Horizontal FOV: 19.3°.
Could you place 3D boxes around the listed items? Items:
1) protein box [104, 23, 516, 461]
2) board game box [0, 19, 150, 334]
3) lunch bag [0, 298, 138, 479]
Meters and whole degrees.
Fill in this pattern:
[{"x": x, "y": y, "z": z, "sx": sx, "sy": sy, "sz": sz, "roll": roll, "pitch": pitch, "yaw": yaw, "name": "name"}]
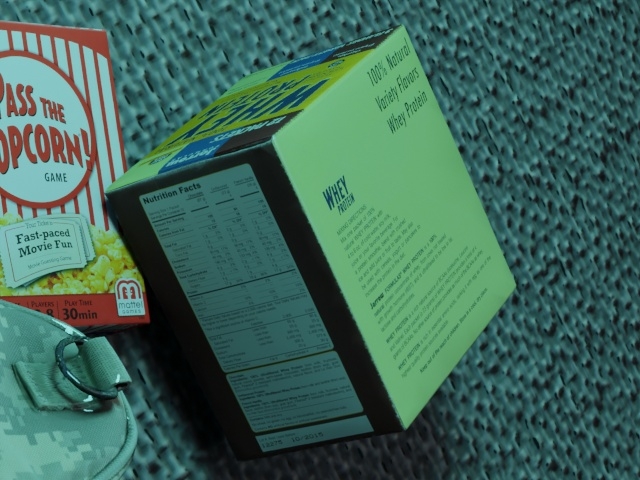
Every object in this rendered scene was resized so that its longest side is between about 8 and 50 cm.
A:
[{"x": 0.000, "y": 0.000, "z": 1.226, "sx": 0.200, "sy": 0.136, "sz": 0.201, "roll": -45, "pitch": 115, "yaw": -53, "name": "protein box"}, {"x": -0.187, "y": -0.037, "z": 1.153, "sx": 0.146, "sy": 0.045, "sz": 0.194, "roll": -1, "pitch": 78, "yaw": -45, "name": "board game box"}, {"x": -0.247, "y": 0.155, "z": 0.844, "sx": 0.256, "sy": 0.305, "sz": 0.212, "roll": 11, "pitch": 33, "yaw": -37, "name": "lunch bag"}]
